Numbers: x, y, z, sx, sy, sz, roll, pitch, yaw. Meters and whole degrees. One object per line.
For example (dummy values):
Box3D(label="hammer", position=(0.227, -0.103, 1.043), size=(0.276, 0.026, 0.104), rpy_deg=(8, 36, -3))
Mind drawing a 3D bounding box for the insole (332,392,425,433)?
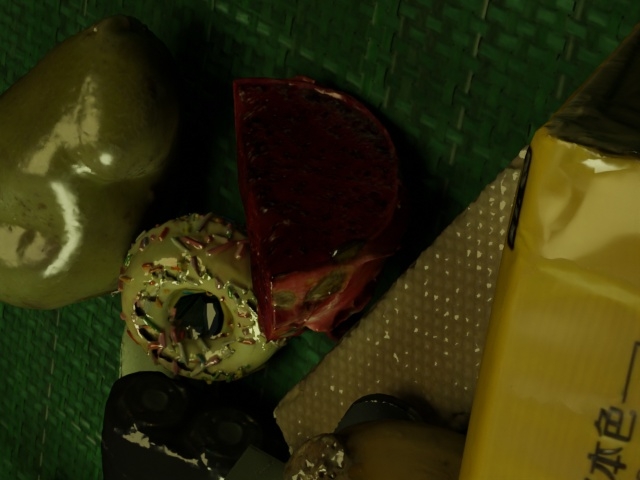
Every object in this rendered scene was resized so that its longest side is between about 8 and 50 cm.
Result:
Box3D(label="insole", position=(0.061, 0.244, 1.388), size=(0.110, 0.012, 0.309), rpy_deg=(10, 130, 25))

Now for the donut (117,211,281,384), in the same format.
Box3D(label="donut", position=(-0.106, 0.059, 1.524), size=(0.175, 0.068, 0.174), rpy_deg=(6, 125, 9))

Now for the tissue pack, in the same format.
Box3D(label="tissue pack", position=(0.221, 0.089, 1.003), size=(0.228, 0.293, 0.382), rpy_deg=(15, 115, 18))

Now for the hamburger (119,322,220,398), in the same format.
Box3D(label="hamburger", position=(-0.149, 0.120, 1.651), size=(0.133, 0.062, 0.140), rpy_deg=(33, 125, 42))

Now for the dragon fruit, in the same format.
Box3D(label="dragon fruit", position=(0.000, 0.000, 1.410), size=(0.211, 0.134, 0.262), rpy_deg=(98, 166, -45))

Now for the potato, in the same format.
Box3D(label="potato", position=(-0.223, -0.072, 1.578), size=(0.202, 0.218, 0.351), rpy_deg=(33, 129, 7))

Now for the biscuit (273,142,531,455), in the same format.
Box3D(label="biscuit", position=(0.104, 0.091, 1.334), size=(0.426, 0.078, 0.144), rpy_deg=(-48, 65, 45))

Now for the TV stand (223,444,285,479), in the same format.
Box3D(label="TV stand", position=(0.031, 0.281, 1.367), size=(0.269, 0.088, 0.082), rpy_deg=(27, 136, 13))

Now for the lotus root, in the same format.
Box3D(label="lotus root", position=(0.112, 0.225, 1.256), size=(0.303, 0.131, 0.146), rpy_deg=(32, 141, -9))

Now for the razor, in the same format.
Box3D(label="razor", position=(-0.134, 0.282, 1.610), size=(0.189, 0.107, 0.326), rpy_deg=(23, 126, 18))
